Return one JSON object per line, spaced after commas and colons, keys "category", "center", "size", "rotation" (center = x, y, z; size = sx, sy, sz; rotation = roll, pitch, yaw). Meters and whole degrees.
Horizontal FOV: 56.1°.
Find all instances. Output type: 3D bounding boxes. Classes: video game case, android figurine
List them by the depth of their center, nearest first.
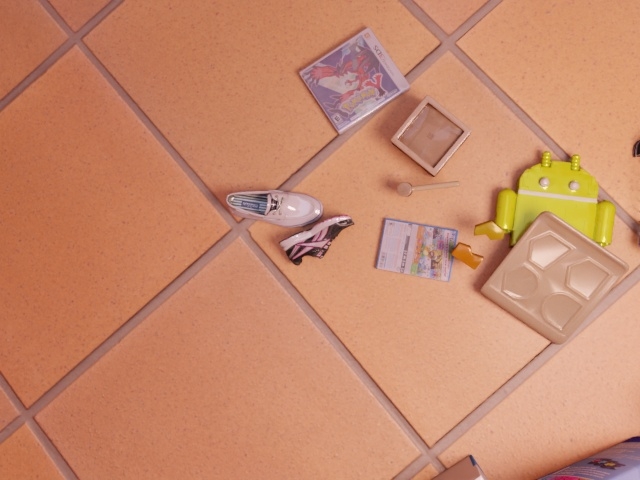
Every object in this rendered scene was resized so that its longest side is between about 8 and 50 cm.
{"category": "android figurine", "center": [0.510, -0.059, 1.311], "size": [0.249, 0.056, 0.272], "rotation": [10, 87, 9]}
{"category": "video game case", "center": [0.219, 0.021, 1.360], "size": [0.167, 0.015, 0.119], "rotation": [10, 84, 9]}
{"category": "video game case", "center": [0.080, -0.379, 1.422], "size": [0.201, 0.023, 0.183], "rotation": [-33, 80, 3]}

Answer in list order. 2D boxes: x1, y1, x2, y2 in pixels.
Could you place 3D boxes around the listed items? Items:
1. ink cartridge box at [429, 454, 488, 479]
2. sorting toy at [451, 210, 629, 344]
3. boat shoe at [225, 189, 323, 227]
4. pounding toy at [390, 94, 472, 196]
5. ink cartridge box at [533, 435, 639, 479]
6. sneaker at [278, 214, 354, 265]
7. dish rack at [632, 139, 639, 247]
{"category": "ink cartridge box", "center": [0.309, 0.592, 1.202], "size": [0.168, 0.171, 0.232], "rotation": [-33, 81, 3]}
{"category": "sorting toy", "center": [0.449, 0.053, 1.269], "size": [0.307, 0.041, 0.229], "rotation": [35, 110, 2]}
{"category": "boat shoe", "center": [-0.109, -0.074, 1.385], "size": [0.227, 0.076, 0.083], "rotation": [0, 84, 8]}
{"category": "pounding toy", "center": [0.243, -0.183, 1.348], "size": [0.181, 0.094, 0.206], "rotation": [40, 99, 5]}
{"category": "ink cartridge box", "center": [0.599, 0.536, 1.124], "size": [0.396, 0.151, 0.269], "rotation": [-8, 81, -28]}
{"category": "sneaker", "center": [0.000, 0.000, 1.375], "size": [0.178, 0.072, 0.077], "rotation": [-25, 93, 12]}
{"category": "dish rack", "center": [0.776, -0.086, 1.271], "size": [0.209, 0.074, 0.271], "rotation": [6, 86, 10]}
